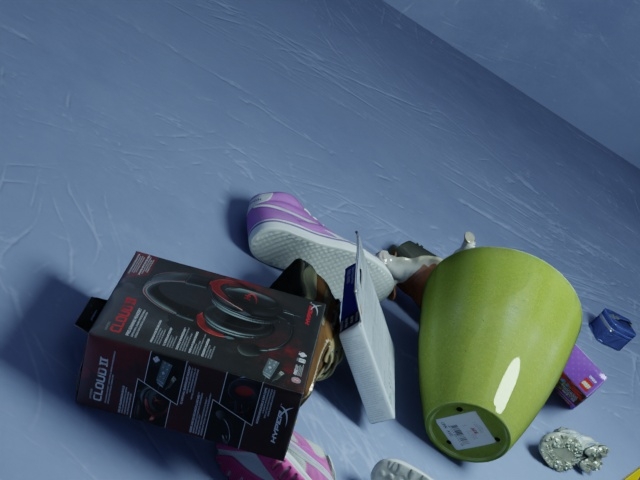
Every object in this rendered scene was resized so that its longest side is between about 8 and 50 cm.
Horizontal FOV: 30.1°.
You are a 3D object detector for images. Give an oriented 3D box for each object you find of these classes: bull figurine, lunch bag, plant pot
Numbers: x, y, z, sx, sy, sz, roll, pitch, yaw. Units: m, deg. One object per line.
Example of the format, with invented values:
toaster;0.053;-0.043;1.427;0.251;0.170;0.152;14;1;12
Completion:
bull figurine;0.242;0.098;2.132;0.310;0.188;0.101;43;47;-9
lunch bag;0.664;0.199;2.682;0.098;0.065;0.067;22;31;-34
plant pot;0.268;0.208;1.931;0.275;0.275;0.293;36;42;-11

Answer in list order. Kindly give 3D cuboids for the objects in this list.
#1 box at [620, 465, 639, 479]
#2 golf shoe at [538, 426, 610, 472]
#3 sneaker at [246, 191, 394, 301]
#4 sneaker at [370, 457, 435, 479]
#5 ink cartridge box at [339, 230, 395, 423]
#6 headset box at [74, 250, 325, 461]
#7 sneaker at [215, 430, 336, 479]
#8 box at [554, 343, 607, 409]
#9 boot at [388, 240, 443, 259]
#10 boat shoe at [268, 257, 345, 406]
box;0.475;0.492;1.668;0.279;0.177;0.290;53;-8;22
golf shoe;0.430;0.364;2.112;0.176;0.069;0.086;21;11;-41
sneaker;0.000;-0.001;2.032;0.282;0.102;0.161;29;25;-25
sneaker;0.162;0.383;1.678;0.235;0.090;0.095;41;12;-9
ink cartridge box;0.065;0.129;1.820;0.223;0.045;0.224;-82;157;-66
headset box;-0.157;0.134;1.484;0.293;0.110;0.218;16;27;1
sneaker;-0.014;0.316;1.495;0.252;0.103;0.111;50;28;17
box;0.405;0.183;2.244;0.293;0.057;0.201;48;-6;14
boot;0.231;0.046;2.316;0.137;0.077;0.198;46;24;23
boat shoe;-0.015;0.144;1.753;0.120;0.122;0.324;39;25;-17
